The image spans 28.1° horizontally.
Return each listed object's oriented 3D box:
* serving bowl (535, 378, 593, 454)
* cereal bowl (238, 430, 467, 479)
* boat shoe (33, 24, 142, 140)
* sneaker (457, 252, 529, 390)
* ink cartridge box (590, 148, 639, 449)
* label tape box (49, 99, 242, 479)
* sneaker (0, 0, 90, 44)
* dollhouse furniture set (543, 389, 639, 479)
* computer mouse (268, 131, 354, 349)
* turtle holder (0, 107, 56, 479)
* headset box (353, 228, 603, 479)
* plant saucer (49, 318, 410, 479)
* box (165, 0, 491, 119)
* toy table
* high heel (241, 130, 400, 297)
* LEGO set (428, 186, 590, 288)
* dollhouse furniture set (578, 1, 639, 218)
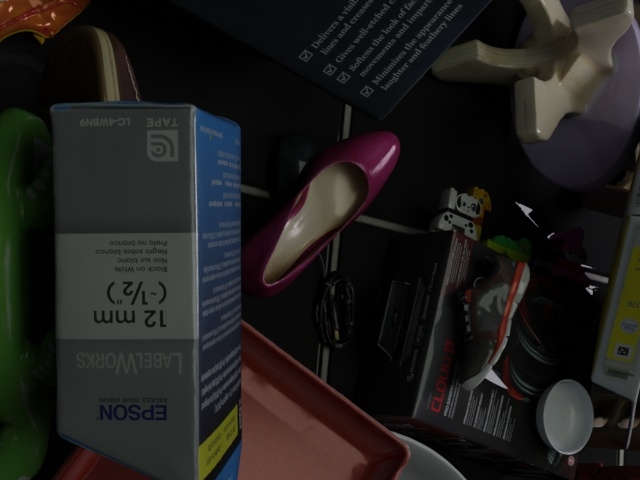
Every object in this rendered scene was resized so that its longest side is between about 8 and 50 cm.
[{"bbox_3d":[0.269,0.197,1.432,0.083,0.027,0.083,5,82,-37],"label":"serving bowl"},{"bbox_3d":[0.012,0.357,1.254,0.339,0.141,0.338,5,71,-16],"label":"cereal bowl"},{"bbox_3d":[-0.181,-0.030,1.204,0.123,0.123,0.342,-12,96,-45],"label":"boat shoe"},{"bbox_3d":[0.168,0.084,1.361,0.065,0.061,0.158,25,67,-3],"label":"sneaker"},{"bbox_3d":[0.368,0.027,1.476,0.303,0.072,0.307,-61,162,-54],"label":"ink cartridge box"},{"bbox_3d":[-0.128,0.072,1.008,0.115,0.249,0.347,2,92,4],"label":"label tape box"},{"bbox_3d":[-0.258,-0.225,1.208,0.175,0.064,0.067,-27,121,-31],"label":"sneaker"},{"bbox_3d":[0.427,0.278,1.605,0.201,0.152,0.374,46,60,-24],"label":"dollhouse furniture set"},{"bbox_3d":[0.000,0.000,1.381,0.071,0.041,0.242,-20,98,-38],"label":"computer mouse"},{"bbox_3d":[-0.302,0.051,1.043,0.228,0.243,0.320,0,116,-2],"label":"turtle holder"},{"bbox_3d":[0.175,0.130,1.455,0.293,0.110,0.218,26,70,-33],"label":"headset box"},{"bbox_3d":[-0.087,0.221,1.162,0.259,0.048,0.258,37,66,-4],"label":"plant saucer"},{"bbox_3d":[-0.017,-0.350,1.216,0.395,0.293,0.212,26,30,-33],"label":"box"},{"bbox_3d":[0.277,-0.210,1.507,0.161,0.252,0.274,23,49,-49],"label":"toy table"},{"bbox_3d":[0.005,-0.031,1.300,0.244,0.117,0.082,-35,107,-16],"label":"high heel"},{"bbox_3d":[0.212,-0.015,1.522,0.227,0.087,0.093,20,69,-28],"label":"LEGO set"},{"bbox_3d":[0.399,-0.182,1.678,0.212,0.161,0.242,-36,128,-34],"label":"dollhouse furniture set"}]
